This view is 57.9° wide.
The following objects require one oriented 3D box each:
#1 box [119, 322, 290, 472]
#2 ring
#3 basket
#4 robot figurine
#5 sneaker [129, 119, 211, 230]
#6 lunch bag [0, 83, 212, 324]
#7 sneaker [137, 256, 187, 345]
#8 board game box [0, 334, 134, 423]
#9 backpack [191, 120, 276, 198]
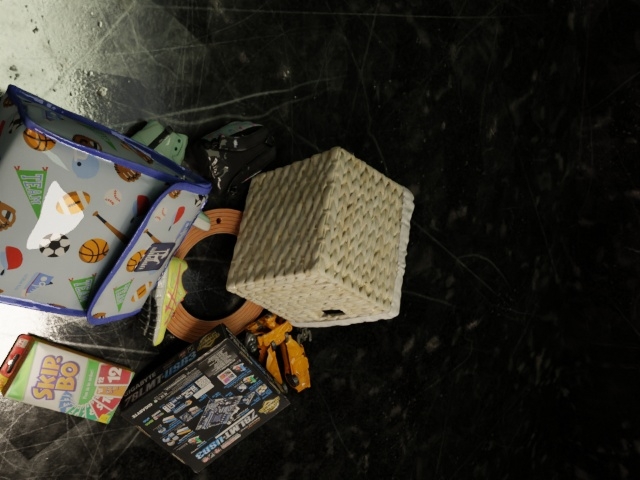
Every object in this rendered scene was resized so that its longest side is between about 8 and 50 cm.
[{"bbox_3d":[-0.266,0.380,1.373,0.295,0.073,0.293,-36,127,-2],"label":"box"},{"bbox_3d":[-0.251,0.086,1.395,0.336,0.032,0.337,-11,108,-37],"label":"ring"},{"bbox_3d":[0.000,0.000,1.339,0.266,0.328,0.331,32,58,-38],"label":"basket"},{"bbox_3d":[-0.117,0.304,1.515,0.211,0.085,0.291,-29,125,-32],"label":"robot figurine"},{"bbox_3d":[-0.300,-0.140,1.237,0.256,0.094,0.151,45,72,-29],"label":"sneaker"},{"bbox_3d":[-0.422,-0.036,1.051,0.385,0.239,0.328,24,104,-44],"label":"lunch bag"},{"bbox_3d":[-0.335,0.131,1.265,0.094,0.081,0.209,4,101,-46],"label":"sneaker"},{"bbox_3d":[-0.532,0.294,1.212,0.259,0.039,0.124,33,79,-38],"label":"board game box"},{"bbox_3d":[-0.193,-0.202,1.311,0.182,0.115,0.152,-36,134,-29],"label":"backpack"}]
